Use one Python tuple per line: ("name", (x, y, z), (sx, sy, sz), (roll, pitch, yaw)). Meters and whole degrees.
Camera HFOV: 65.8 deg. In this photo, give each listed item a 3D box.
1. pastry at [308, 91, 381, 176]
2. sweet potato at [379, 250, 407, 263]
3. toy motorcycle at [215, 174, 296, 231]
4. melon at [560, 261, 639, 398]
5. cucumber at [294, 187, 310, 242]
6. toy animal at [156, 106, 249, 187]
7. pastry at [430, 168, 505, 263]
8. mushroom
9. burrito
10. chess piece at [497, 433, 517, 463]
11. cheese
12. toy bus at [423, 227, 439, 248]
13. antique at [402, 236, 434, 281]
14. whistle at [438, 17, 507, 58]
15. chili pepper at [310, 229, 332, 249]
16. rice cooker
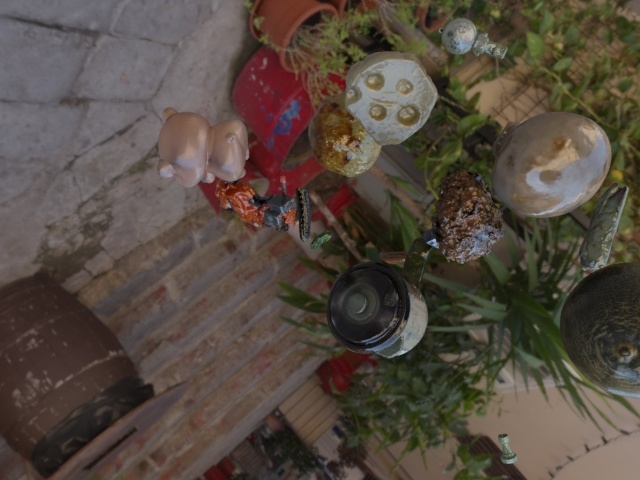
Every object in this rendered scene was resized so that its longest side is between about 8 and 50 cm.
("pastry", (0.106, -0.485, 2.267), (0.313, 0.388, 0.388), (-3, 153, -23))
("sweet potato", (0.354, 0.081, 2.409), (0.078, 0.058, 0.255), (-32, -161, -27))
("toy motorcycle", (-0.233, -0.144, 1.693), (0.147, 0.326, 0.221), (-54, 154, -38))
("melon", (0.593, 0.163, 0.936), (0.248, 0.248, 0.329), (-47, 159, 29))
("cucumber", (-0.065, -0.099, 1.935), (0.058, 0.214, 0.052), (-7, -176, -41))
("toy animal", (-0.316, -0.250, 1.373), (0.221, 0.209, 0.229), (-8, 156, 26))
("pastry", (0.432, -0.068, 1.422), (0.193, 0.274, 0.275), (3, -160, 34))
("mushroom", (0.594, -0.221, 1.318), (0.297, 0.298, 0.290), (-47, -148, 28))
("burrito", (0.939, -0.046, 1.650), (0.096, 0.066, 0.309), (12, -101, 64))
("chess piece", (0.759, 0.847, 2.021), (0.067, 0.103, 0.067), (-14, 175, -1))
("cheese", (0.234, -0.486, 1.702), (0.115, 0.318, 0.326), (-80, -179, -54))
("toy bus", (0.430, 0.002, 1.735), (0.166, 0.047, 0.065), (21, 141, -40))
("antique", (0.369, 0.063, 1.862), (0.081, 0.080, 0.220), (-54, 161, -23))
("whistle", (0.553, -0.729, 1.806), (0.067, 0.258, 0.126), (-49, 161, -53))
("chili pepper", (-0.001, 0.001, 1.444), (0.091, 0.030, 0.034), (-42, -178, 37))
("rice cooker", (0.170, 0.209, 1.480), (0.264, 0.316, 0.317), (-34, 173, 18))
